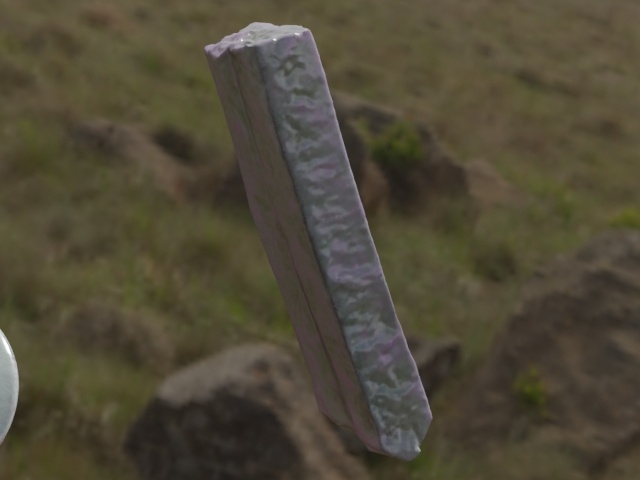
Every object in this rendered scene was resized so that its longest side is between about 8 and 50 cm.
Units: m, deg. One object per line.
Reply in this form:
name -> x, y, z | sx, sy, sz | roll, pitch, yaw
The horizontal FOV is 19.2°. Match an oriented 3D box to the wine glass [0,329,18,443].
wine glass -> -0.230, 0.038, 0.914 | 0.165, 0.165, 0.196 | 22, -27, 21

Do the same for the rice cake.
rice cake -> -0.001, -0.002, 1.222 | 0.050, 0.298, 0.106 | -25, 22, -19
